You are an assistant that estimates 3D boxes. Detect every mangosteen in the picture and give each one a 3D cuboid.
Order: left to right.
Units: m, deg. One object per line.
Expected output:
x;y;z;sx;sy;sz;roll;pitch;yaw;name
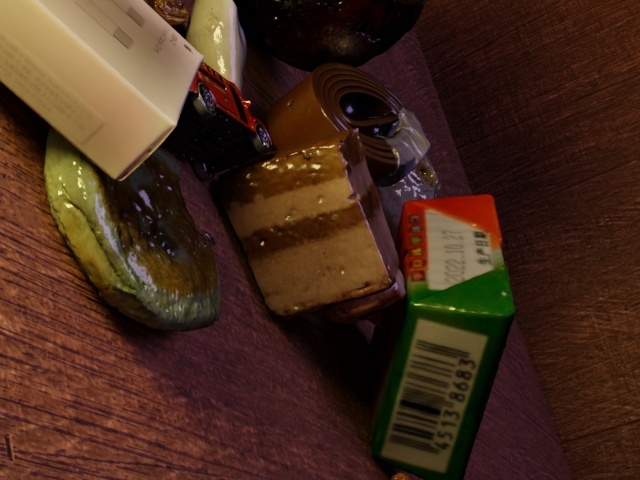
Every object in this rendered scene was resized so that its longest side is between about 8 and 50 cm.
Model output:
0.037;-0.477;2.189;0.381;0.421;0.381;25;60;-54;mangosteen

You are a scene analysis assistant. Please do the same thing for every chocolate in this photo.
0.181;0.150;2.003;0.341;0.161;0.360;-88;-172;-58;chocolate

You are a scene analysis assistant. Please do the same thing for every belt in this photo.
0.051;-0.183;2.119;0.217;0.122;0.339;58;26;12;belt

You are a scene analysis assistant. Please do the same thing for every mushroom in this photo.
-0.154;-0.256;1.878;0.116;0.093;0.225;123;-31;-68;mushroom

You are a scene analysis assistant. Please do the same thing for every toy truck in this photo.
-0.163;-0.169;1.669;0.253;0.107;0.114;29;40;-65;toy truck

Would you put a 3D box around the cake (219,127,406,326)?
0.000;0.000;1.829;0.196;0.199;0.293;-56;126;-78;cake

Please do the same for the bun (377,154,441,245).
0.165;-0.123;2.627;0.287;0.146;0.287;58;16;-26;bun

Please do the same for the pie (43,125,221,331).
-0.202;-0.024;1.405;0.302;0.067;0.302;55;18;-28;pie

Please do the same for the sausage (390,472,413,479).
0.155;0.415;2.011;0.177;0.040;0.047;49;23;-47;sausage

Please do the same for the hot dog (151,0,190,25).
-0.219;-0.342;1.864;0.058;0.035;0.083;61;16;-8;hot dog

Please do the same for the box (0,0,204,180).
-0.255;-0.208;1.316;0.252;0.106;0.203;43;22;-17;box
